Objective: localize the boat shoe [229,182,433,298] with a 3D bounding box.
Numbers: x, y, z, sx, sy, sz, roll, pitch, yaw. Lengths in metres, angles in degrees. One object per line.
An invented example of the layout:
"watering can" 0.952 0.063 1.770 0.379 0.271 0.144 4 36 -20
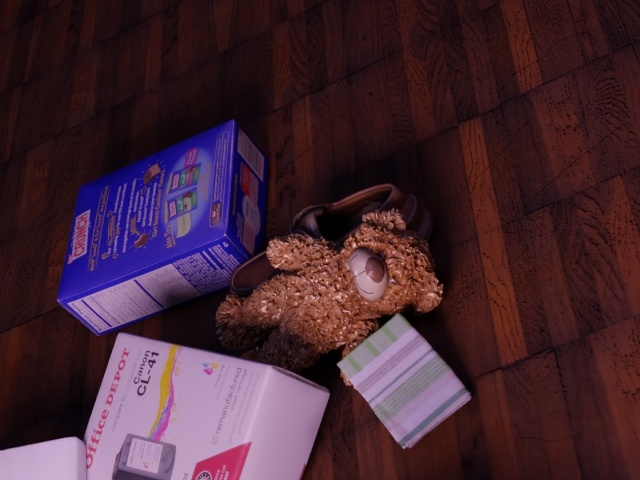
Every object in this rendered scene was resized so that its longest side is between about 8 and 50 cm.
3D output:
"boat shoe" 0.000 0.000 2.092 0.324 0.116 0.123 -25 39 17

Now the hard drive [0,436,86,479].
"hard drive" -0.416 0.445 1.867 0.233 0.047 0.353 -13 60 12

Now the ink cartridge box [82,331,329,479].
"ink cartridge box" -0.164 0.260 1.909 0.306 0.131 0.226 8 76 42

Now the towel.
"towel" 0.108 0.180 1.852 0.113 0.023 0.152 -38 63 -4

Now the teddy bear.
"teddy bear" -0.004 0.091 1.969 0.338 0.113 0.245 -14 65 28

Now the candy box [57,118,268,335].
"candy box" -0.249 -0.019 2.311 0.317 0.122 0.268 -20 42 21
